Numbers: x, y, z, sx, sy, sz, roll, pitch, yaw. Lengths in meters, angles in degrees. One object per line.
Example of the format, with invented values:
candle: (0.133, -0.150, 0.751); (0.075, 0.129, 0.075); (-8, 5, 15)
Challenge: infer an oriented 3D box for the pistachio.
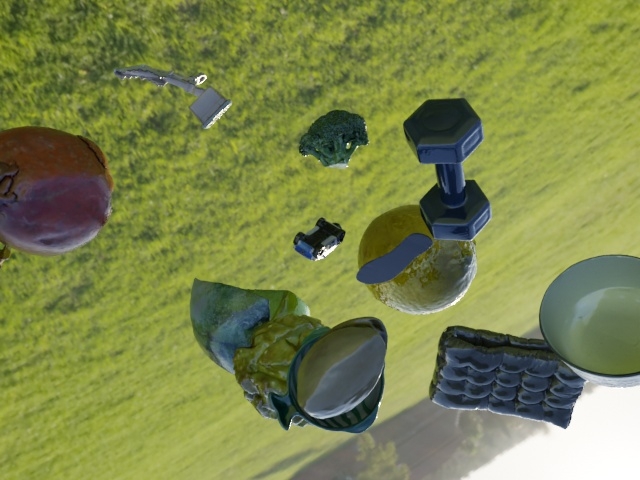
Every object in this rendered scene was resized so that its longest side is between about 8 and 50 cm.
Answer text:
pistachio: (0.038, 0.233, 1.306); (0.226, 0.136, 0.136); (-52, 157, 19)

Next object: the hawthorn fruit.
hawthorn fruit: (-0.578, -0.103, 1.408); (0.276, 0.276, 0.307); (-43, 158, 23)

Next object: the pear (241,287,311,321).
pear: (-0.168, 0.289, 2.166); (0.342, 0.239, 0.318); (0, 150, 39)

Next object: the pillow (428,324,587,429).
pillow: (0.407, 0.290, 1.539); (0.101, 0.326, 0.228); (-70, 167, -48)

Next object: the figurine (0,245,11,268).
figurine: (-0.776, 0.065, 1.574); (0.176, 0.122, 0.121); (-15, 151, 26)

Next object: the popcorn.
popcorn: (-0.054, 0.315, 1.694); (0.247, 0.282, 0.282); (-46, 166, -22)

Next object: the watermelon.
watermelon: (-0.230, 0.213, 1.852); (0.176, 0.260, 0.256); (-88, -158, -64)

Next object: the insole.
insole: (0.172, 0.048, 1.680); (0.086, 0.005, 0.253); (26, 140, -22)

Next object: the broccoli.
broccoli: (0.037, -0.280, 1.959); (0.195, 0.156, 0.195); (1, 176, 0)

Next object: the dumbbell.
dumbbell: (0.272, -0.143, 1.509); (0.160, 0.144, 0.325); (1, 141, 18)

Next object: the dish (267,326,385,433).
dish: (0.015, 0.297, 1.461); (0.246, 0.224, 0.078); (-24, 169, -13)

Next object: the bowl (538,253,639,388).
bowl: (0.505, 0.151, 1.222); (0.237, 0.238, 0.126); (-35, 136, 1)

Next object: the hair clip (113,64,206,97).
hair clip: (-0.377, -0.393, 1.710); (0.226, 0.072, 0.034); (10, 145, -17)

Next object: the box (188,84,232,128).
box: (-0.251, -0.304, 1.623); (0.089, 0.062, 0.122); (-45, -170, 3)

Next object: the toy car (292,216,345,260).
toy car: (0.000, 0.000, 1.865); (0.170, 0.080, 0.070); (-36, 150, -49)

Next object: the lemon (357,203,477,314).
lemon: (0.267, 0.053, 1.997); (0.336, 0.336, 0.336); (-31, 161, -12)
